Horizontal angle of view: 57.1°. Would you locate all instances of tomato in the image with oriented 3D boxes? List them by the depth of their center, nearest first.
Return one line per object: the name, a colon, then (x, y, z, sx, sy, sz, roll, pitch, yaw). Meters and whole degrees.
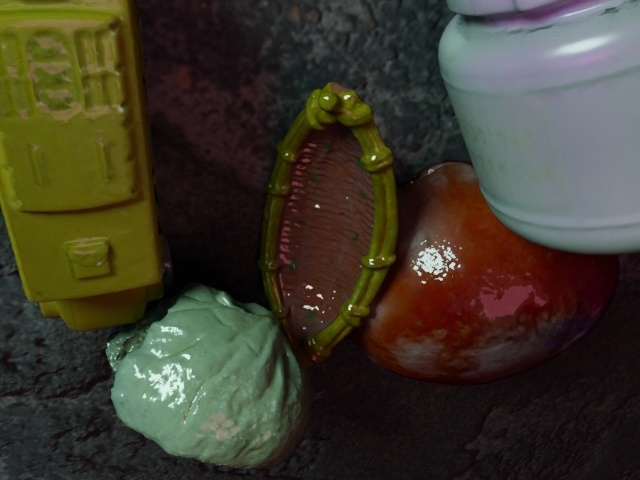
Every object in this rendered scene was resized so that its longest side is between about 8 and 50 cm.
tomato: (0.197, 0.071, 0.665, 0.335, 0.176, 0.290, 4, 124, -29)

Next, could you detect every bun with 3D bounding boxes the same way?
bun: (-0.098, 0.109, 0.537, 0.204, 0.212, 0.126, 31, 83, -51)

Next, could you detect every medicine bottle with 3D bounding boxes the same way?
medicine bottle: (0.209, -0.168, 0.446, 0.241, 0.241, 0.302, -30, 118, -4)

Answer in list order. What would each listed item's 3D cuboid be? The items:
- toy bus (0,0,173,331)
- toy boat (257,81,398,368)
toy bus: (-0.175, -0.065, 0.423, 0.121, 0.123, 0.336, -9, 126, -19)
toy boat: (0.003, -0.005, 0.554, 0.099, 0.141, 0.318, -45, 152, -47)
